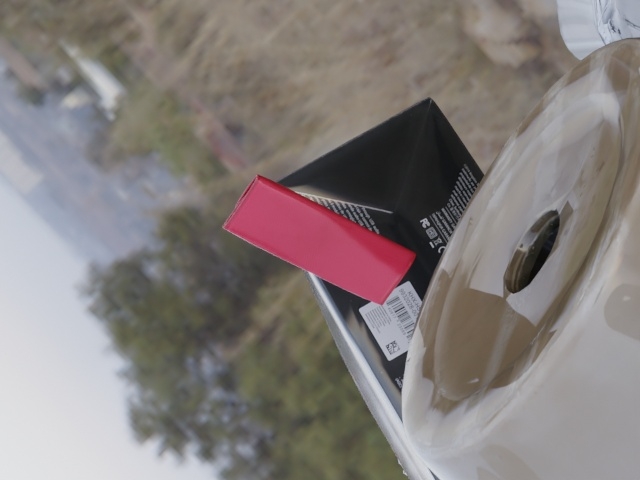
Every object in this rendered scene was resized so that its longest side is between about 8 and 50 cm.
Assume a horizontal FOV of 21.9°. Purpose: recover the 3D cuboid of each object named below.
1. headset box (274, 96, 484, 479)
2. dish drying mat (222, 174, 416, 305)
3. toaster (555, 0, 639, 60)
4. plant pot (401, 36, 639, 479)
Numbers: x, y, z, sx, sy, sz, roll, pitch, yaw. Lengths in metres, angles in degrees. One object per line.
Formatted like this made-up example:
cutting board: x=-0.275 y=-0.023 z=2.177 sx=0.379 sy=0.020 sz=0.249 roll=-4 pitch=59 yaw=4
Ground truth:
headset box: x=0.087 y=0.087 z=0.976 sx=0.218 sy=0.110 sz=0.293 roll=59 pitch=176 yaw=27
dish drying mat: x=0.000 y=0.000 z=0.738 sx=0.083 sy=0.032 sz=0.008 roll=27 pitch=-152 yaw=-17
toaster: x=0.207 y=-0.199 z=0.970 sx=0.146 sy=0.129 sz=0.227 roll=-97 pitch=5 yaw=-79
plant pot: x=0.197 y=0.066 z=0.683 sx=0.280 sy=0.323 sz=0.323 roll=27 pitch=179 yaw=-12
